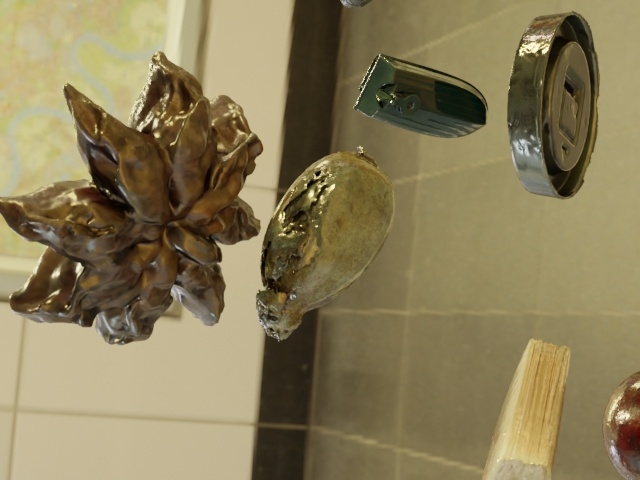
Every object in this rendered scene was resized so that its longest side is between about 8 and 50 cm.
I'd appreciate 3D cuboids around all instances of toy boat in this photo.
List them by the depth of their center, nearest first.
[{"bbox_3d":[0.155,-0.202,1.760,0.103,0.246,0.093,49,120,46],"label":"toy boat"}]

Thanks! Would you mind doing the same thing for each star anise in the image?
[{"bbox_3d":[-0.120,-0.016,0.924,0.109,0.236,0.223,26,89,32],"label":"star anise"}]

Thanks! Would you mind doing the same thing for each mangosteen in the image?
[{"bbox_3d":[0.526,0.248,1.777,0.215,0.215,0.257,-166,88,-69],"label":"mangosteen"}]

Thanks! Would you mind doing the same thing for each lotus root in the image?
[{"bbox_3d":[0.001,0.000,0.940,0.165,0.088,0.088,-57,15,-16],"label":"lotus root"}]

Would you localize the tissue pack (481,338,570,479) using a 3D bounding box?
[{"bbox_3d":[0.242,0.259,1.486,0.325,0.071,0.170,-54,-21,-65],"label":"tissue pack"}]

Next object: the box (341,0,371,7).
[{"bbox_3d":[0.094,-0.476,1.900,0.160,0.230,0.050,59,155,-10],"label":"box"}]

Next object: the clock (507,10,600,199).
[{"bbox_3d":[0.348,-0.198,1.804,0.055,0.281,0.280,5,88,29],"label":"clock"}]
